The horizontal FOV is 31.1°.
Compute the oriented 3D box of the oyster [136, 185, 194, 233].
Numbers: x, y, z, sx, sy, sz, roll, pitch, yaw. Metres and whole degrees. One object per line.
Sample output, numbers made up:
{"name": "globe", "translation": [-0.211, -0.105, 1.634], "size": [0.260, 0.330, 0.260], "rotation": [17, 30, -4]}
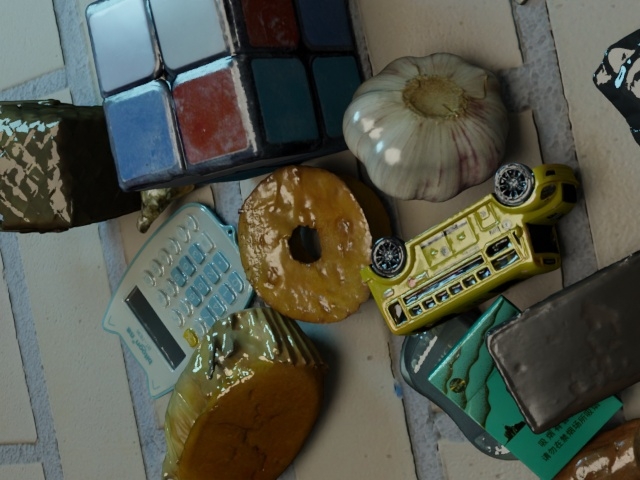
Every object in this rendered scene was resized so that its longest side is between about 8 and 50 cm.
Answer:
{"name": "oyster", "translation": [-0.271, -0.215, 2.086], "size": [0.204, 0.111, 0.396], "rotation": [-4, 91, 36]}

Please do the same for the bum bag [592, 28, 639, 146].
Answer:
{"name": "bum bag", "translation": [0.470, -0.166, 1.533], "size": [0.123, 0.060, 0.248], "rotation": [-37, 76, 38]}

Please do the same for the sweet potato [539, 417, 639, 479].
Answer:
{"name": "sweet potato", "translation": [0.381, 0.343, 1.641], "size": [0.251, 0.097, 0.097], "rotation": [-37, 74, 17]}

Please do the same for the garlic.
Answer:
{"name": "garlic", "translation": [0.149, -0.147, 1.722], "size": [0.245, 0.245, 0.253], "rotation": [53, 160, 19]}

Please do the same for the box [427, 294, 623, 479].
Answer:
{"name": "box", "translation": [0.287, 0.210, 1.625], "size": [0.226, 0.042, 0.161], "rotation": [42, 98, 1]}

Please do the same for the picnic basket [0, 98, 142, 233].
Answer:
{"name": "picnic basket", "translation": [-0.516, -0.139, 2.170], "size": [0.321, 0.291, 0.254], "rotation": [3, 100, 29]}

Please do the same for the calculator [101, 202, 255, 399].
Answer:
{"name": "calculator", "translation": [-0.259, 0.106, 2.163], "size": [0.256, 0.054, 0.386], "rotation": [51, 123, 20]}

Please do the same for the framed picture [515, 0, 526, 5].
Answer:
{"name": "framed picture", "translation": [0.322, -0.526, 1.612], "size": [0.324, 0.020, 0.240], "rotation": [-43, 72, 35]}

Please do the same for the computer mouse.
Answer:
{"name": "computer mouse", "translation": [0.227, 0.192, 1.768], "size": [0.379, 0.090, 0.167], "rotation": [40, 102, 32]}

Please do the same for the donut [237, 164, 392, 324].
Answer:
{"name": "donut", "translation": [-0.002, -0.001, 1.891], "size": [0.277, 0.108, 0.277], "rotation": [11, 109, 33]}

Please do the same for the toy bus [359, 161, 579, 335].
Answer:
{"name": "toy bus", "translation": [0.232, 0.013, 1.671], "size": [0.331, 0.145, 0.151], "rotation": [-31, 73, 28]}

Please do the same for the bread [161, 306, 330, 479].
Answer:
{"name": "bread", "translation": [-0.129, 0.293, 1.994], "size": [0.183, 0.236, 0.388], "rotation": [58, 138, 36]}

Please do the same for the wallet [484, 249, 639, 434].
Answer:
{"name": "wallet", "translation": [0.387, 0.127, 1.565], "size": [0.309, 0.042, 0.165], "rotation": [-29, 88, 9]}

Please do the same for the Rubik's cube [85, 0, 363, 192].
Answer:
{"name": "Rubik's cube", "translation": [-0.142, -0.261, 1.838], "size": [0.313, 0.318, 0.316], "rotation": [-11, 92, 38]}
